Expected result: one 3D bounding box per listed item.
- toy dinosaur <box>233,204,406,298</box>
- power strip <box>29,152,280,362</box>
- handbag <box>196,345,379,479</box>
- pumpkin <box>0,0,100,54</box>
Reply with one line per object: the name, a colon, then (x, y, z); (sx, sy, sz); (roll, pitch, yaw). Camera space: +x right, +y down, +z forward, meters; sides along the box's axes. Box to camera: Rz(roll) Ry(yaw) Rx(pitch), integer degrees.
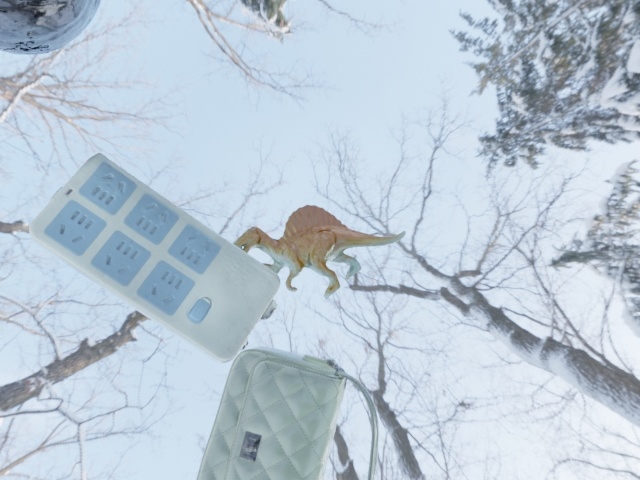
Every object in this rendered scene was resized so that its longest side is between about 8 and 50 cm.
toy dinosaur: (-0.001, 0.001, 0.813); (0.212, 0.057, 0.142); (-35, -91, -16)
power strip: (-0.123, 0.016, 0.437); (0.192, 0.035, 0.081); (35, -112, -5)
handbag: (-0.035, 0.274, 0.737); (0.220, 0.079, 0.255); (14, -94, 14)
pumpkin: (-0.266, -0.283, 0.501); (0.163, 0.233, 0.232); (14, -91, -11)
